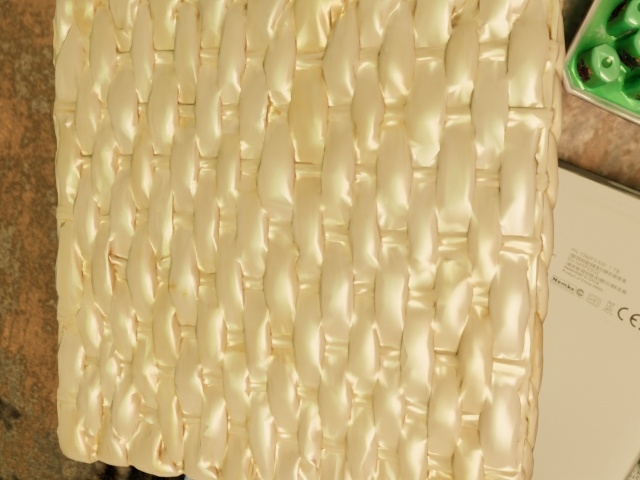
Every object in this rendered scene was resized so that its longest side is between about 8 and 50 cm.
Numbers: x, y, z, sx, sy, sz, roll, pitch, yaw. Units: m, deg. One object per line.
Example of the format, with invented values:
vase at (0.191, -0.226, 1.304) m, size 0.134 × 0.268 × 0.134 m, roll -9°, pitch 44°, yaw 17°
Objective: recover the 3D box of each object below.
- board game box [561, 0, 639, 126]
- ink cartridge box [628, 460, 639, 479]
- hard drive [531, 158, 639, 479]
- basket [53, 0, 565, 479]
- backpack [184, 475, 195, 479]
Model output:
board game box at (0.428, -0.206, 0.390) m, size 0.389 × 0.050 × 0.390 m, roll 26°, pitch 100°, yaw 2°
ink cartridge box at (0.344, 0.288, 0.632) m, size 0.234 × 0.088 × 0.194 m, roll 17°, pitch 112°, yaw 5°
hard drive at (0.222, 0.095, 0.554) m, size 0.203 × 0.040 × 0.308 m, roll 34°, pitch 121°, yaw 39°
basket at (0.000, 0.000, 0.461) m, size 0.327 × 0.266 × 0.332 m, roll 5°, pitch 97°, yaw 15°
backpack at (-0.010, 0.295, 0.604) m, size 0.263 × 0.213 × 0.277 m, roll -13°, pitch 78°, yaw 24°
